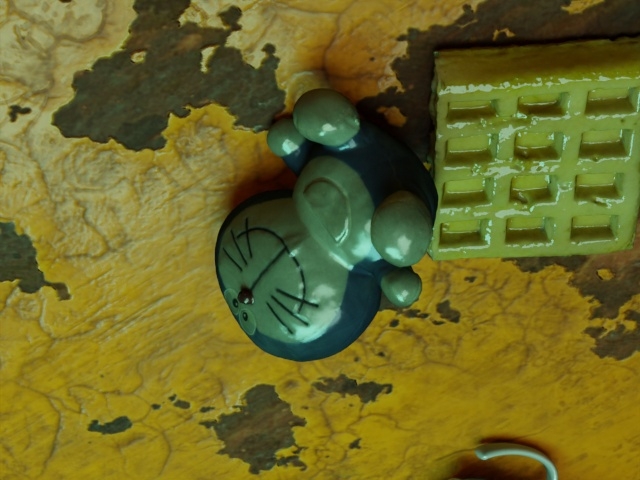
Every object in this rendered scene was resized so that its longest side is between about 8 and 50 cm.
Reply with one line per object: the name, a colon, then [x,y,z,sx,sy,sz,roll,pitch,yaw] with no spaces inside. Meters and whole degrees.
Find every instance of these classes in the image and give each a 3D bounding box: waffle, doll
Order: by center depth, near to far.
doll: [0.000,0.000,1.754,0.258,0.228,0.154,-45,162,22]
waffle: [0.216,-0.085,1.783,0.221,0.055,0.248,-3,131,-4]

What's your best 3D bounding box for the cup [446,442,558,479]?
cup: [0.198,0.333,2.091,0.142,0.134,0.173,23,125,-22]
